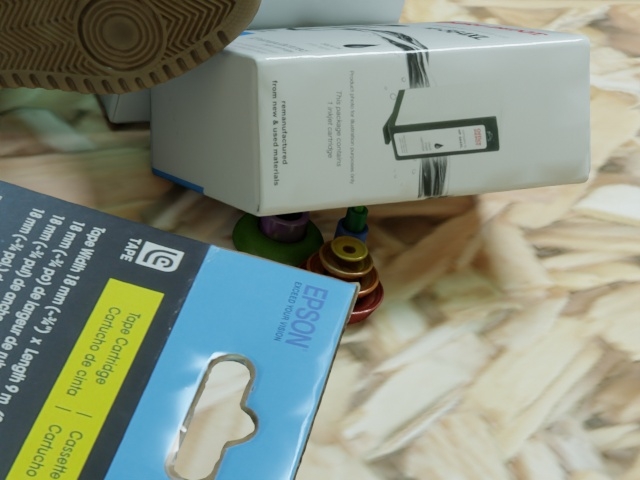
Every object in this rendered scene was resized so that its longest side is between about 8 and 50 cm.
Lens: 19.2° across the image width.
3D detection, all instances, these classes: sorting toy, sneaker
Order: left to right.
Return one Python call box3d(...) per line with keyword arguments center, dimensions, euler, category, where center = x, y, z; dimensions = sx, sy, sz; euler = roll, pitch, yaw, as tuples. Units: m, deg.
box3d(center=(-0.152, -0.139, 1.024), dimensions=(0.282, 0.099, 0.153), euler=(-13, 25, 19), category="sneaker")
box3d(center=(0.000, 0.000, 1.014), dimensions=(0.061, 0.042, 0.102), euler=(-18, 47, -37), category="sorting toy")

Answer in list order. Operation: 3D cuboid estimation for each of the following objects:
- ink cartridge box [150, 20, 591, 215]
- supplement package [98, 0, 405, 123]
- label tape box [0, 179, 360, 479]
box3d(center=(0.026, -0.073, 1.040), dimensions=(0.203, 0.085, 0.148), euler=(-7, 13, -27), category="ink cartridge box")
box3d(center=(-0.077, -0.226, 1.177), dimensions=(0.178, 0.175, 0.293), euler=(-4, 40, -26), category="supplement package")
box3d(center=(-0.175, 0.073, 0.797), dimensions=(0.334, 0.106, 0.240), euler=(17, 35, 3), category="label tape box")
